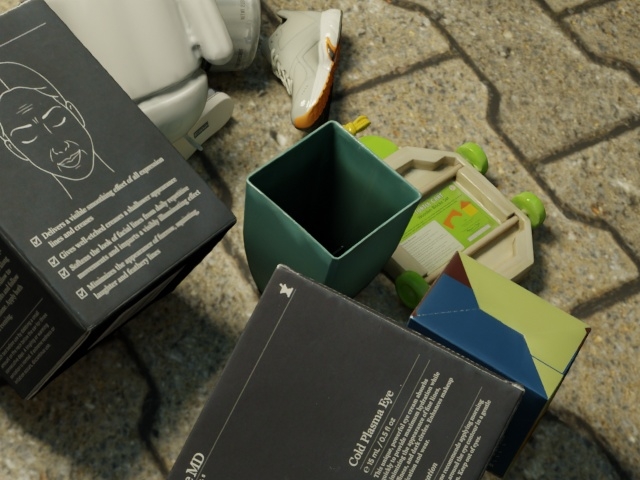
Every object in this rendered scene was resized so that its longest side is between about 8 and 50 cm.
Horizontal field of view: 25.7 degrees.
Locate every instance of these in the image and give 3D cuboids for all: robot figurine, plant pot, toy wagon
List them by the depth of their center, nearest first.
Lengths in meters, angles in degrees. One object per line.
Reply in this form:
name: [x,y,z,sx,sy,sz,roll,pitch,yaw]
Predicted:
plant pot: [0.000,0.000,1.869,0.165,0.234,0.165,42,57,19]
robot figurine: [-0.272,-0.267,1.906,0.299,0.353,0.200,-11,22,15]
toy wagon: [0.151,-0.048,2.045,0.267,0.068,0.344,-32,65,-30]

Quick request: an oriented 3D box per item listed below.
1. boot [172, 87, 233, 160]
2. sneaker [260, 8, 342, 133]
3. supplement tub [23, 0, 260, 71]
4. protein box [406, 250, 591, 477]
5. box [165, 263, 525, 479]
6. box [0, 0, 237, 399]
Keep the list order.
boot: [-0.219,-0.167,2.068,0.086,0.069,0.190,28,49,27]
sneaker: [-0.037,-0.262,2.162,0.121,0.099,0.262,7,44,3]
supplement tub: [-0.270,-0.352,2.099,0.338,0.207,0.207,-4,54,-13]
protein box: [0.207,0.161,1.810,0.199,0.201,0.136,31,53,12]
box: [0.021,0.250,1.623,0.312,0.179,0.343,28,87,8]
box: [-0.361,-0.058,1.757,0.395,0.212,0.293,49,45,2]
